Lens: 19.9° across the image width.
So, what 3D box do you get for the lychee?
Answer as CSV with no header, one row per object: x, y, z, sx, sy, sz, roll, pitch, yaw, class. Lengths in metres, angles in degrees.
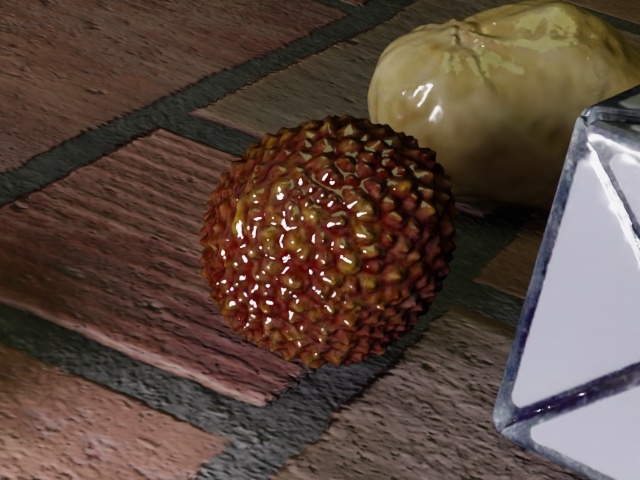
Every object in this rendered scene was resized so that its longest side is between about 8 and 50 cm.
0.000,0.000,1.252,0.188,0.188,0.188,12,22,-5,lychee

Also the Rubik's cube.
0.301,0.044,1.232,0.255,0.259,0.260,24,28,27,Rubik's cube

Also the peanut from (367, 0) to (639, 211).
0.228,-0.119,1.649,0.387,0.192,0.169,6,16,-18,peanut
